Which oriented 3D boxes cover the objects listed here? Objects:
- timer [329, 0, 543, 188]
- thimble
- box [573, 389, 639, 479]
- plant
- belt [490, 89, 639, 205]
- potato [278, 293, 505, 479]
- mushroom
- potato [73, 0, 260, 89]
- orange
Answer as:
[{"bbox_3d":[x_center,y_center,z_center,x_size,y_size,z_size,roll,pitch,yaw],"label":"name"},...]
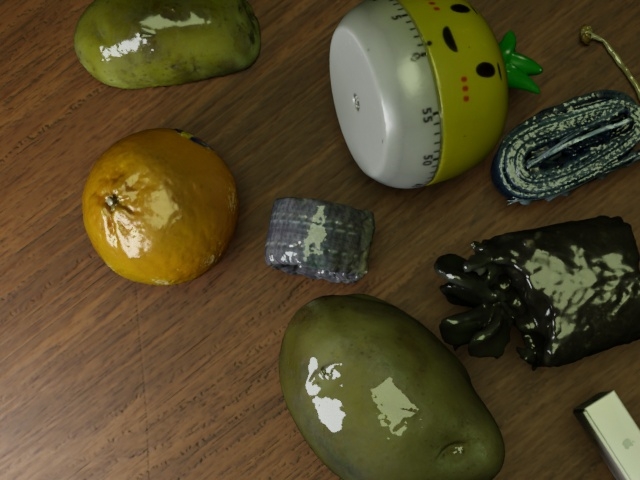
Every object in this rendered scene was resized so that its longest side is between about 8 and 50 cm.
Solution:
[{"bbox_3d":[0.170,-0.214,1.616,0.285,0.285,0.285,-1,81,5],"label":"timer"},{"bbox_3d":[-0.001,0.000,1.642,0.150,0.150,0.098,9,82,6],"label":"thimble"},{"bbox_3d":[0.390,0.264,1.578,0.051,0.130,0.129,-32,80,1],"label":"box"},{"bbox_3d":[0.289,0.077,1.583,0.276,0.199,0.188,-12,86,5],"label":"plant"},{"bbox_3d":[0.337,-0.129,1.642,0.218,0.128,0.122,-25,86,2],"label":"belt"},{"bbox_3d":[0.080,0.209,1.555,0.221,0.243,0.326,-41,81,7],"label":"potato"},{"bbox_3d":[0.455,-0.191,1.699,0.028,0.026,0.286,-38,82,15],"label":"mushroom"},{"bbox_3d":[-0.228,-0.310,1.729,0.272,0.111,0.160,-6,83,4],"label":"potato"},{"bbox_3d":[-0.219,-0.045,1.652,0.219,0.193,0.219,1,99,9],"label":"orange"}]
